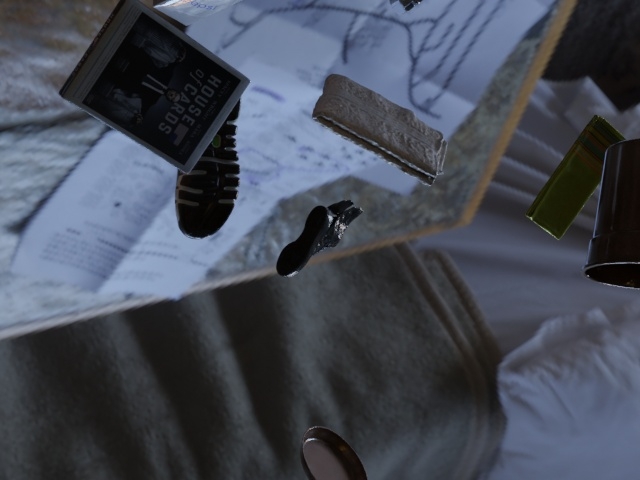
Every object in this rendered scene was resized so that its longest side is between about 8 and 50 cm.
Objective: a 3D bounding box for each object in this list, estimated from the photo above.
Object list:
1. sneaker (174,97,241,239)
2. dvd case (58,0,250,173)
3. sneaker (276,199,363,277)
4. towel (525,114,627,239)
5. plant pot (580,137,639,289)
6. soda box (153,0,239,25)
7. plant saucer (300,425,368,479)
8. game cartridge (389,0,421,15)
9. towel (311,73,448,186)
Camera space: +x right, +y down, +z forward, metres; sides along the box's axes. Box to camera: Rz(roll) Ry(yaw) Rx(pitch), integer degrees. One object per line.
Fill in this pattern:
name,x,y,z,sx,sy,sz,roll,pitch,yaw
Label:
sneaker,-0.207,-0.147,1.823,0.107,0.162,0.281,9,94,-28
dvd case,-0.244,-0.230,1.600,0.239,0.029,0.179,32,94,-34
sneaker,-0.002,-0.001,1.845,0.170,0.051,0.089,-56,148,7
towel,0.499,-0.120,2.060,0.102,0.021,0.237,33,94,-25
plant pot,0.416,-0.033,1.334,0.167,0.165,0.167,7,169,1
soda box,-0.172,-0.491,1.927,0.286,0.098,0.091,-14,156,35
plant saucer,0.021,0.424,1.979,0.029,0.168,0.168,-42,148,26
game cartridge,0.266,-0.567,2.147,0.297,0.062,0.198,-39,-168,3
towel,0.122,-0.222,2.099,0.282,0.187,0.049,28,122,-6
